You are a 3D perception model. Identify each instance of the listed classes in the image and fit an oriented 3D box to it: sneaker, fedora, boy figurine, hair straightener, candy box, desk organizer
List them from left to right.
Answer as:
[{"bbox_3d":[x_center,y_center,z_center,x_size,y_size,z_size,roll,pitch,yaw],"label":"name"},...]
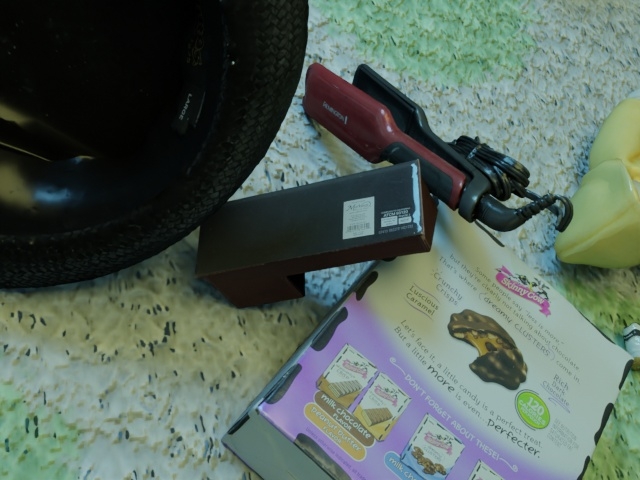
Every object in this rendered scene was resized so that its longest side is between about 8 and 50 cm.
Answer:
[{"bbox_3d":[-0.171,-0.142,0.379,0.334,0.334,0.152,19,23,-15],"label":"fedora"},{"bbox_3d":[0.000,0.000,0.427,0.130,0.050,0.047,-11,58,19],"label":"desk organizer"},{"bbox_3d":[0.071,0.091,0.443,0.165,0.070,0.196,42,54,2],"label":"candy box"},{"bbox_3d":[0.080,-0.064,0.483,0.089,0.047,0.230,-8,29,-31],"label":"hair straightener"},{"bbox_3d":[0.263,0.073,0.570,0.083,0.032,0.037,-1,63,-27],"label":"sneaker"},{"bbox_3d":[0.289,-0.048,0.617,0.285,0.092,0.177,-14,72,-34],"label":"boy figurine"}]
